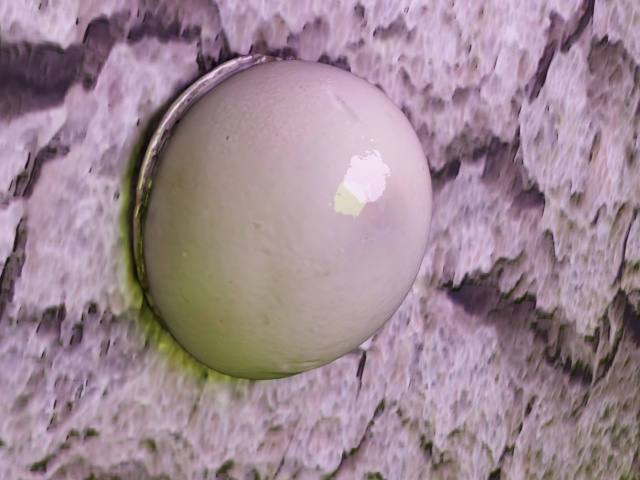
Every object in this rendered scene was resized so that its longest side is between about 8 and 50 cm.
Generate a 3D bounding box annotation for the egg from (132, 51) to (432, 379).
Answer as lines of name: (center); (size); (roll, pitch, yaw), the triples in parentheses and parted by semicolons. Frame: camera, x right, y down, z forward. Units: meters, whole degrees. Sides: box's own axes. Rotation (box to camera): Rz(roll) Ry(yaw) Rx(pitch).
egg: (-0.004, 0.000, 1.142); (0.264, 0.174, 0.286); (-19, 118, -31)
